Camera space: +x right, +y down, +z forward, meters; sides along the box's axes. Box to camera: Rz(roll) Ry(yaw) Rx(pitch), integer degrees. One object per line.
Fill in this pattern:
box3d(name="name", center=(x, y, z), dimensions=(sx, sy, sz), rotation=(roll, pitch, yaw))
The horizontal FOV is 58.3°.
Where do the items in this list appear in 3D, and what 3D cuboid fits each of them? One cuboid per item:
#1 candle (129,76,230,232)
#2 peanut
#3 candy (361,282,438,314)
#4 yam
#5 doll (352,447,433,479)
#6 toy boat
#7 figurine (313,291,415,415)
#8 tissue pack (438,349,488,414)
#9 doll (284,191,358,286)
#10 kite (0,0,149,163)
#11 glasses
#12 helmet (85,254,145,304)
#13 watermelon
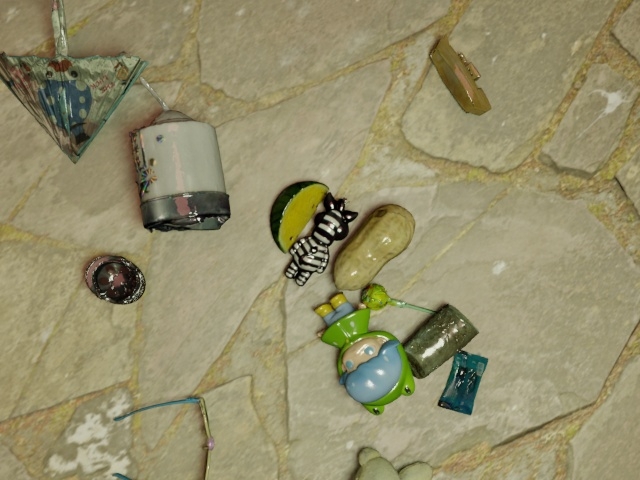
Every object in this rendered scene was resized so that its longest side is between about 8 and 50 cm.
box3d(name="candle", center=(-0.299, -0.174, 1.190), dimensions=(0.187, 0.187, 0.331), rotation=(-10, 87, -7))
box3d(name="peanut", center=(0.114, 0.017, 1.259), dimensions=(0.236, 0.120, 0.110), rotation=(-46, 131, -13))
box3d(name="candy", center=(0.184, 0.144, 1.300), dimensions=(0.193, 0.058, 0.062), rotation=(15, 125, -14))
box3d(name="yam", center=(0.259, 0.223, 1.271), dimensions=(0.183, 0.107, 0.107), rotation=(-42, 92, -4))
box3d(name="doll", center=(0.178, 0.582, 1.243), dimensions=(0.278, 0.175, 0.149), rotation=(28, 121, -13))
box3d(name="toy boat", center=(0.332, -0.387, 1.341), dimensions=(0.072, 0.064, 0.206), rotation=(-31, 90, -22))
box3d(name="figurine", center=(0.090, 0.237, 1.236), dimensions=(0.162, 0.143, 0.263), rotation=(-36, 73, 9))
box3d(name="tissue pack", center=(0.328, 0.325, 1.312), dimensions=(0.085, 0.028, 0.138), rotation=(19, 88, -6))
box3d(name="doll", center=(0.000, 0.000, 1.275), dimensions=(0.091, 0.067, 0.219), rotation=(34, 89, 7))
box3d(name="kite", center=(-0.539, -0.343, 1.198), dimensions=(0.405, 0.014, 0.369), rotation=(5, 107, 14))
box3d(name="glasses", center=(-0.326, 0.429, 1.224), dimensions=(0.220, 0.088, 0.190), rotation=(-3, 87, 13))
box3d(name="helmet", center=(-0.428, 0.087, 1.216), dimensions=(0.123, 0.070, 0.098), rotation=(26, 78, 3))
box3d(name="watermelon", center=(-0.056, -0.070, 1.267), dimensions=(0.092, 0.075, 0.182), rotation=(37, 82, -7))
